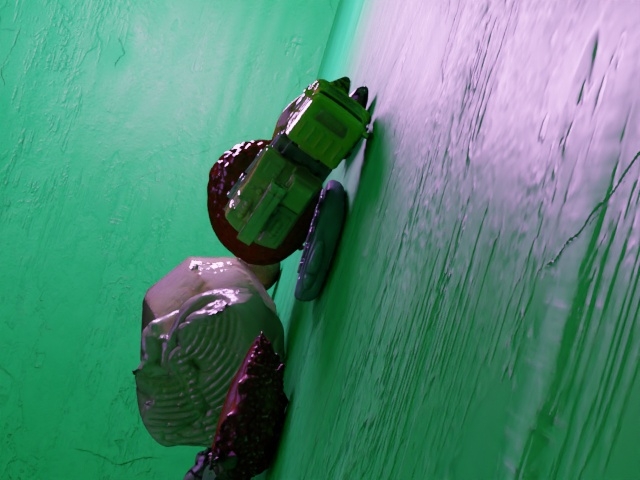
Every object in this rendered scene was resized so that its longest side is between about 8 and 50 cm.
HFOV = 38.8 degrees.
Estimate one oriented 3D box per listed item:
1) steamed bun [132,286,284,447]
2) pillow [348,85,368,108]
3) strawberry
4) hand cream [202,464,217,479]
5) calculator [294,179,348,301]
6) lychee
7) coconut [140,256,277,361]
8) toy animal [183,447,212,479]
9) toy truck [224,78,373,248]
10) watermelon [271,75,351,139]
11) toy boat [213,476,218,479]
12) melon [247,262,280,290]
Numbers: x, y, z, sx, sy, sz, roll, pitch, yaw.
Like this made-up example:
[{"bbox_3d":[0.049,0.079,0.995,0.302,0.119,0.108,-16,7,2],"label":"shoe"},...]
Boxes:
[{"bbox_3d":[-0.197,0.233,1.725,0.320,0.275,0.206,-34,5,15],"label":"steamed bun"},{"bbox_3d":[0.039,-0.192,1.600,0.241,0.051,0.093,132,154,-72],"label":"pillow"},{"bbox_3d":[-0.106,0.275,1.447,0.174,0.098,0.228,117,171,-57],"label":"strawberry"},{"bbox_3d":[-0.231,0.580,2.036,0.312,0.070,0.111,101,-179,-59],"label":"hand cream"},{"bbox_3d":[0.000,0.000,1.479,0.299,0.041,0.185,-85,12,-72],"label":"calculator"},{"bbox_3d":[-0.108,-0.072,1.866,0.255,0.300,0.255,-33,39,32],"label":"lychee"},{"bbox_3d":[-0.261,0.217,2.096,0.352,0.353,0.352,-163,90,-84],"label":"coconut"},{"bbox_3d":[-0.271,0.548,2.157,0.255,0.090,0.170,-65,-9,0],"label":"toy animal"},{"bbox_3d":[-0.041,-0.107,1.397,0.272,0.124,0.157,-51,10,16],"label":"toy truck"},{"bbox_3d":[-0.013,-0.216,2.080,0.128,0.159,0.303,53,140,33],"label":"watermelon"},{"bbox_3d":[-0.195,0.535,1.568,0.141,0.092,0.319,-77,5,-48],"label":"toy boat"},{"bbox_3d":[-0.161,0.084,2.506,0.162,0.099,0.099,105,177,-50],"label":"melon"}]
